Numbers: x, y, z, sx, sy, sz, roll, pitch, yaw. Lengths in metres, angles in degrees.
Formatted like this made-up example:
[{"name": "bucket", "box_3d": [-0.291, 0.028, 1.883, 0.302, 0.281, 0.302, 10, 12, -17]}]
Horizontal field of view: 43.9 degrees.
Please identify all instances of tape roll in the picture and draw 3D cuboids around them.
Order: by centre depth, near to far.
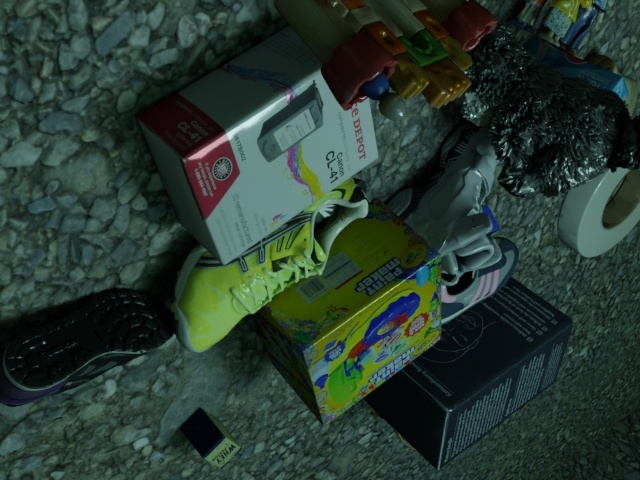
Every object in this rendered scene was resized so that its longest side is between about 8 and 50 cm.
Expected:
[{"name": "tape roll", "box_3d": [0.790, -0.134, 2.117, 0.392, 0.072, 0.392, -27, 138, -27]}]

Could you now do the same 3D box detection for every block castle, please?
[{"name": "block castle", "box_3d": [0.178, -0.332, 1.012, 0.303, 0.213, 0.453, -42, 176, 37]}]

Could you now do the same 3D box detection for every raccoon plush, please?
[{"name": "raccoon plush", "box_3d": [0.420, -0.265, 1.333, 0.299, 0.446, 0.216, 57, 42, -20]}]

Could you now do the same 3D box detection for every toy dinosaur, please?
[{"name": "toy dinosaur", "box_3d": [0.180, 0.435, 1.939, 0.064, 0.112, 0.212, -31, 140, -25]}]

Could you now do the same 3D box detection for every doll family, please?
[{"name": "doll family", "box_3d": [0.484, -0.438, 1.486, 0.263, 0.118, 0.163, 6, 116, -49]}]

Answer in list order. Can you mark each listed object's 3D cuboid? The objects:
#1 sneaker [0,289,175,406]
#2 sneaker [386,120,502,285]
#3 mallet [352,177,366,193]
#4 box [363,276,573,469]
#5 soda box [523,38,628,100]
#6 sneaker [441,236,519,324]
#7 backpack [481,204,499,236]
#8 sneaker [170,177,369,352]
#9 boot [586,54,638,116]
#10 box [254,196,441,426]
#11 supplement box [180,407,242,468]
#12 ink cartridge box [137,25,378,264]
[{"name": "sneaker", "box_3d": [-0.352, 0.160, 1.178, 0.283, 0.107, 0.124, -17, 161, -46]}, {"name": "sneaker", "box_3d": [0.293, -0.076, 1.526, 0.366, 0.210, 0.137, -44, 144, -8]}, {"name": "mallet", "box_3d": [0.020, -0.032, 1.342, 0.039, 0.062, 0.190, 55, 50, -44]}, {"name": "box", "box_3d": [0.307, 0.254, 1.761, 0.395, 0.293, 0.212, -27, 138, -28]}, {"name": "soda box", "box_3d": [0.471, -0.307, 1.510, 0.071, 0.210, 0.067, -53, 144, 0]}, {"name": "sneaker", "box_3d": [0.334, 0.064, 1.709, 0.319, 0.112, 0.131, -35, 154, -32]}, {"name": "backpack", "box_3d": [0.298, -0.027, 1.673, 0.098, 0.101, 0.120, -14, 164, -37]}, {"name": "sneaker", "box_3d": [-0.082, 0.022, 1.242, 0.385, 0.147, 0.145, -51, 141, -11]}, {"name": "boot", "box_3d": [0.610, -0.271, 1.793, 0.203, 0.095, 0.262, 8, 111, -51]}, {"name": "box", "box_3d": [0.053, 0.131, 1.424, 0.290, 0.177, 0.279, -34, 145, -16]}, {"name": "supplement box", "box_3d": [-0.207, 0.375, 1.504, 0.056, 0.083, 0.083, -44, 145, -7]}, {"name": "ink cartridge box", "box_3d": [-0.078, -0.145, 1.145, 0.306, 0.131, 0.226, -35, 141, -18]}]
